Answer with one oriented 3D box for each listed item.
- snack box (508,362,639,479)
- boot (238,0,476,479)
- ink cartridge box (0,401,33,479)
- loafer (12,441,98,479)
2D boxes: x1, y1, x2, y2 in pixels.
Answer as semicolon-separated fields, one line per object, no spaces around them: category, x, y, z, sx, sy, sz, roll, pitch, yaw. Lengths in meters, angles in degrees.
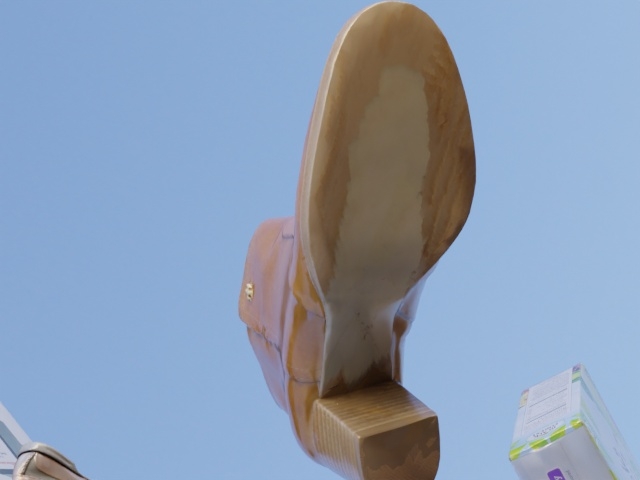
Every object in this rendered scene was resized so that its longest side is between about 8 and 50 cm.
snack box;0.132;0.133;0.478;0.141;0.037;0.100;61;-164;0
boot;0.001;0.001;0.680;0.104;0.211;0.295;-7;-75;-22
ink cartridge box;-0.348;0.254;0.969;0.211;0.289;0.121;-53;-33;5
loafer;-0.190;0.207;0.863;0.125;0.045;0.039;40;-145;-22
